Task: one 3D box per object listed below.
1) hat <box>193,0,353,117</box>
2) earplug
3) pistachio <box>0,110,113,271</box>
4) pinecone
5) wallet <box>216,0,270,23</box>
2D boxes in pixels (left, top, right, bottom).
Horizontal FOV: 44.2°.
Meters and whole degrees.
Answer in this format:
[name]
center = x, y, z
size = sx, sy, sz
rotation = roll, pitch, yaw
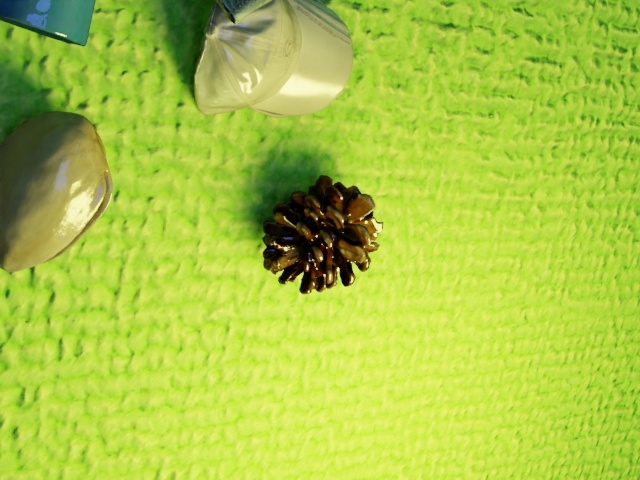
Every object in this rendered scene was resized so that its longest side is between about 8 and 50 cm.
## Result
[hat]
center = -0.056, -0.259, 1.114
size = 0.226, 0.164, 0.220
rotation = 14, 102, -12
[earplug]
center = -0.307, -0.382, 0.929
size = 0.132, 0.132, 0.273
rotation = 14, 96, -34
[pistachio]
center = -0.353, -0.062, 1.018
size = 0.152, 0.126, 0.223
rotation = 26, 99, -1
[pinecone]
center = 0.000, -0.002, 1.231
size = 0.195, 0.150, 0.179
rotation = -20, 122, -20
[wallet]
center = -0.112, -0.411, 1.025
size = 0.167, 0.036, 0.222
rotation = -37, 92, -15
